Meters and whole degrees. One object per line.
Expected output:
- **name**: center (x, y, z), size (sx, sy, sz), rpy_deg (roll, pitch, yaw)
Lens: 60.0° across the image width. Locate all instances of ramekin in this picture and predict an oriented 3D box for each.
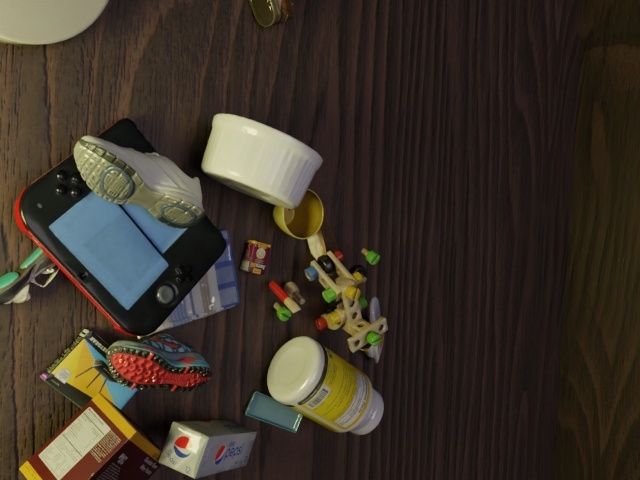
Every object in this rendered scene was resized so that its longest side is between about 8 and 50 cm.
- **ramekin**: center (-0.146, -0.179, 1.316), size (0.277, 0.277, 0.135), rpy_deg (25, 85, -38)

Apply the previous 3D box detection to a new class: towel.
- **towel**: center (-0.330, 0.096, 1.333), size (0.285, 0.034, 0.209), rpy_deg (-14, 100, -40)

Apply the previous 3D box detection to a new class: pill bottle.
- **pill bottle**: center (0.025, 0.418, 1.547), size (0.334, 0.188, 0.188), rpy_deg (41, 68, -34)

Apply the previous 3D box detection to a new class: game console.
- **game console**: center (-0.407, -0.026, 1.196), size (0.386, 0.060, 0.342), rpy_deg (56, 51, -23)

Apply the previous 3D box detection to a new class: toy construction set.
- **toy construction set**: center (0.044, 0.181, 1.485), size (0.309, 0.237, 0.257), rpy_deg (-1, 116, -34)

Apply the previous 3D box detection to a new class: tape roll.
- **tape roll**: center (-0.561, -0.559, 1.011), size (0.392, 0.072, 0.392), rpy_deg (-19, 115, -48)

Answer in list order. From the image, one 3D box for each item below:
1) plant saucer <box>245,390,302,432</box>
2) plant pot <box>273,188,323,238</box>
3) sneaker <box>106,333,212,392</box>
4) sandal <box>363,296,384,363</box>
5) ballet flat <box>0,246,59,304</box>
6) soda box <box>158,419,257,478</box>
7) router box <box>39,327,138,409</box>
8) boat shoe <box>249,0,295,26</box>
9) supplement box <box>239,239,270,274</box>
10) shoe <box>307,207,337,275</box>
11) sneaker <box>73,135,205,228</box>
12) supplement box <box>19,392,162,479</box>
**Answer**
- **plant saucer**: center (-0.127, 0.476, 1.536), size (0.192, 0.018, 0.067), rpy_deg (35, 72, -36)
- **plant pot**: center (-0.073, -0.072, 1.490), size (0.134, 0.095, 0.134), rpy_deg (-3, 94, -39)
- **sneaker**: center (-0.376, 0.269, 1.258), size (0.104, 0.125, 0.262), rpy_deg (-50, 136, 8)
- **sandal**: center (0.146, 0.266, 1.694), size (0.102, 0.076, 0.265), rpy_deg (-68, 155, -46)
- **ballet flat**: center (-0.584, 0.078, 1.100), size (0.203, 0.074, 0.074), rpy_deg (-47, 120, -29)
- **soda box**: center (-0.254, 0.479, 1.296), size (0.286, 0.098, 0.091), rpy_deg (46, 61, -67)
- **router box**: center (-0.489, 0.298, 1.207), size (0.133, 0.046, 0.179), rpy_deg (-52, 123, -24)
- **boat shoe**: center (-0.146, -0.702, 1.388), size (0.104, 0.111, 0.307), rpy_deg (-35, 124, -36)
- **supplement box**: center (-0.171, 0.044, 1.451), size (0.055, 0.043, 0.083), rpy_deg (16, 84, -40)
- **shoe**: center (0.000, 0.000, 1.588), size (0.076, 0.058, 0.219), rpy_deg (-42, 124, -52)
- **sneaker**: center (-0.376, -0.135, 1.171), size (0.297, 0.111, 0.129), rpy_deg (33, 37, -39)
- **supplement box**: center (-0.453, 0.456, 1.137), size (0.194, 0.129, 0.191), rpy_deg (-45, 150, -23)
